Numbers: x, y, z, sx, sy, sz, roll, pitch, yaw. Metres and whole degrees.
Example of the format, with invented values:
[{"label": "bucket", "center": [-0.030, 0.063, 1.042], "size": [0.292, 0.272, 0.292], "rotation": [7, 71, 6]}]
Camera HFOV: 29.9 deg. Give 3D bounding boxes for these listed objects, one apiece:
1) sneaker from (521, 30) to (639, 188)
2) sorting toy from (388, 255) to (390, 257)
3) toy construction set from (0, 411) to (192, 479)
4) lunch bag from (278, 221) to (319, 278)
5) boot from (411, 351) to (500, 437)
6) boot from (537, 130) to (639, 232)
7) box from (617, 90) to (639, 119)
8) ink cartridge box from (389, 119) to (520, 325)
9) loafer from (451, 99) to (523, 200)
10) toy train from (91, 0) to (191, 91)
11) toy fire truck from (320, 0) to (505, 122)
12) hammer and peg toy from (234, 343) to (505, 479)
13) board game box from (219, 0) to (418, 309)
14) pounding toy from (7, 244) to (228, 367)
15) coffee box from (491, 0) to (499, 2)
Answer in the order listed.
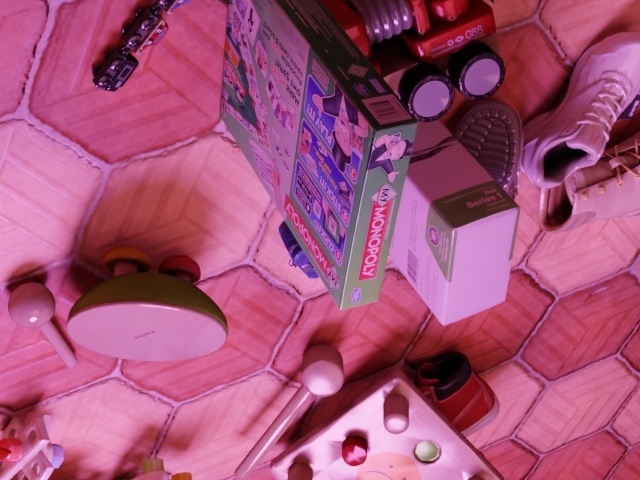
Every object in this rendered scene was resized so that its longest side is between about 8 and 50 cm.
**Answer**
[{"label": "sneaker", "center": [0.338, -0.151, 1.484], "size": [0.090, 0.115, 0.232], "rotation": [28, 114, -20]}, {"label": "sorting toy", "center": [0.102, -0.008, 1.553], "size": [0.075, 0.045, 0.083], "rotation": [7, 127, -27]}, {"label": "toy construction set", "center": [-0.306, 0.345, 1.565], "size": [0.215, 0.151, 0.328], "rotation": [-26, 138, 32]}, {"label": "lunch bag", "center": [0.000, 0.000, 1.475], "size": [0.098, 0.065, 0.067], "rotation": [-37, 139, 5]}, {"label": "boot", "center": [0.143, 0.273, 1.829], "size": [0.244, 0.088, 0.176], "rotation": [-39, 136, 1]}, {"label": "boot", "center": [0.411, -0.108, 1.589], "size": [0.204, 0.095, 0.262], "rotation": [-10, 150, -22]}, {"label": "box", "center": [0.392, -0.195, 1.559], "size": [0.067, 0.018, 0.083], "rotation": [-4, 132, -28]}, {"label": "ink cartridge box", "center": [0.128, -0.037, 1.402], "size": [0.093, 0.219, 0.160], "rotation": [-20, 139, -19]}, {"label": "loafer", "center": [0.206, -0.075, 1.528], "size": [0.087, 0.094, 0.251], "rotation": [-54, 157, -51]}, {"label": "toy train", "center": [-0.171, -0.210, 1.190], "size": [0.036, 0.027, 0.158], "rotation": [20, 119, -47]}, {"label": "toy fire truck", "center": [0.074, -0.237, 1.238], "size": [0.217, 0.158, 0.246], "rotation": [-24, 127, -8]}, {"label": "hammer and peg toy", "center": [0.058, 0.309, 1.737], "size": [0.266, 0.127, 0.361], "rotation": [-39, 107, 18]}, {"label": "board game box", "center": [-0.016, -0.118, 1.155], "size": [0.046, 0.317, 0.213], "rotation": [-13, 136, -22]}, {"label": "pounding toy", "center": [-0.222, 0.063, 1.395], "size": [0.237, 0.110, 0.183], "rotation": [-6, 154, 14]}, {"label": "coffee box", "center": [0.254, -0.344, 1.308], "size": [0.184, 0.040, 0.113], "rotation": [-25, 139, -8]}]
